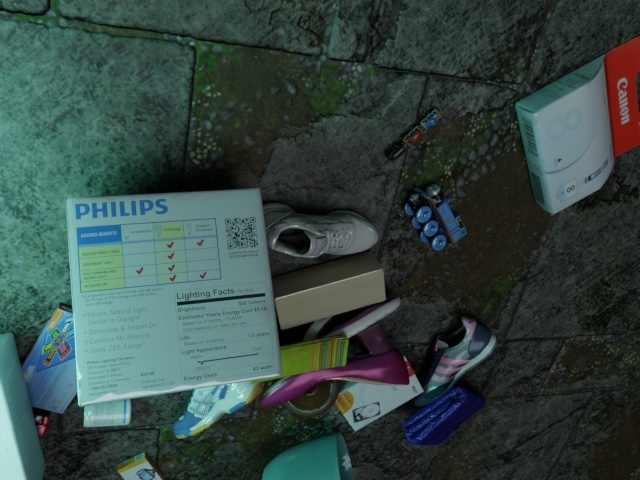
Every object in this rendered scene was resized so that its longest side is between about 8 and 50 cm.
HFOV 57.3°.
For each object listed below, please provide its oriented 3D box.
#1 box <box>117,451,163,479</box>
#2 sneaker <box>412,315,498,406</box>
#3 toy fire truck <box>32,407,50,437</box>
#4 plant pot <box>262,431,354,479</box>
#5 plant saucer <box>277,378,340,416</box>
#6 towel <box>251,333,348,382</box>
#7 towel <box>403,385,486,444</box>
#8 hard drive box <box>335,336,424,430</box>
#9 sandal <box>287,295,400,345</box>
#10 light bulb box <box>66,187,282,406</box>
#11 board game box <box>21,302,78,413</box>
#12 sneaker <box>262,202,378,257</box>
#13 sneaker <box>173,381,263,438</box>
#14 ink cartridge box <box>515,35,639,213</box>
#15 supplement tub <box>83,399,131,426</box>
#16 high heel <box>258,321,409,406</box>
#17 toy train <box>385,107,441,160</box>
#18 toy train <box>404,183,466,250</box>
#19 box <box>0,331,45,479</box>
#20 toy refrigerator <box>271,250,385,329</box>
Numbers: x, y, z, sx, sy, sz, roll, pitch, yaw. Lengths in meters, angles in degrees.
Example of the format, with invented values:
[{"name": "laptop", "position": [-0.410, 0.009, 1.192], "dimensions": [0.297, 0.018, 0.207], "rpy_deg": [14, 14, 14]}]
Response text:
[{"name": "box", "position": [-0.491, 0.644, 1.611], "dimensions": [0.081, 0.028, 0.136], "rpy_deg": [-22, 127, -6]}, {"name": "sneaker", "position": [0.355, 0.345, 1.702], "dimensions": [0.131, 0.112, 0.319], "rpy_deg": [41, 104, -9]}, {"name": "toy fire truck", "position": [-0.745, 0.460, 1.369], "dimensions": [0.192, 0.047, 0.135], "rpy_deg": [10, 96, -26]}, {"name": "plant pot", "position": [-0.032, 0.717, 1.674], "dimensions": [0.235, 0.293, 0.293], "rpy_deg": [-12, 124, 6]}, {"name": "plant saucer", "position": [-0.031, 0.384, 1.555], "dimensions": [0.168, 0.029, 0.168], "rpy_deg": [0, 83, -3]}, {"name": "towel", "position": [-0.049, 0.282, 1.382], "dimensions": [0.237, 0.021, 0.102], "rpy_deg": [-9, 126, -13]}, {"name": "towel", "position": [0.371, 0.519, 1.750], "dimensions": [0.227, 0.076, 0.308], "rpy_deg": [-44, 151, 5]}, {"name": "hard drive box", "position": [0.149, 0.406, 1.656], "dimensions": [0.232, 0.089, 0.181], "rpy_deg": [-31, 126, 0]}, {"name": "sandal", "position": [0.009, 0.221, 1.480], "dimensions": [0.416, 0.169, 0.102], "rpy_deg": [-27, 85, -4]}, {"name": "light bulb box", "position": [-0.282, 0.104, 1.137], "dimensions": [0.358, 0.225, 0.361], "rpy_deg": [-4, 81, -17]}, {"name": "board game box", "position": [-0.598, 0.278, 1.350], "dimensions": [0.145, 0.027, 0.281], "rpy_deg": [27, 108, -32]}, {"name": "sneaker", "position": [0.000, 0.000, 1.320], "dimensions": [0.305, 0.152, 0.114], "rpy_deg": [4, 116, -23]}, {"name": "sneaker", "position": [-0.281, 0.399, 1.504], "dimensions": [0.296, 0.112, 0.131], "rpy_deg": [-36, 85, 21]}, {"name": "ink cartridge box", "position": [0.686, -0.282, 1.432], "dimensions": [0.385, 0.091, 0.308], "rpy_deg": [-28, 125, 0]}, {"name": "supplement tub", "position": [-0.522, 0.420, 1.436], "dimensions": [0.107, 0.071, 0.071], "rpy_deg": [4, 118, -22]}, {"name": "high heel", "position": [0.040, 0.368, 1.482], "dimensions": [0.377, 0.127, 0.181], "rpy_deg": [-28, 83, -7]}, {"name": "toy train", "position": [0.210, -0.238, 1.319], "dimensions": [0.158, 0.036, 0.027], "rpy_deg": [-44, 124, 9]}, {"name": "toy train", "position": [0.280, -0.058, 1.433], "dimensions": [0.105, 0.080, 0.184], "rpy_deg": [-38, 123, -6]}, {"name": "box", "position": [-0.737, 0.399, 1.230], "dimensions": [0.215, 0.168, 0.345], "rpy_deg": [-9, 104, -14]}, {"name": "toy refrigerator", "position": [0.016, 0.118, 1.433], "dimensions": [0.269, 0.094, 0.102], "rpy_deg": [-15, 124, -8]}]
